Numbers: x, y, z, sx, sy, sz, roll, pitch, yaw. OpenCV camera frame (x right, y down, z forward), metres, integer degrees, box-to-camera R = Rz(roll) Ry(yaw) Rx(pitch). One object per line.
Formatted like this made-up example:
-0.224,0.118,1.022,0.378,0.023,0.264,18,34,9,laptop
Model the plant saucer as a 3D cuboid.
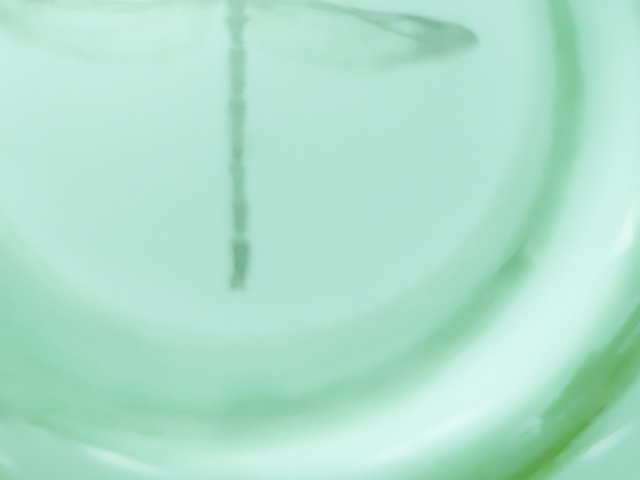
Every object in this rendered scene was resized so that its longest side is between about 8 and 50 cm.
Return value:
-0.024,-0.065,0.538,0.100,0.400,0.401,128,-46,-75,plant saucer
